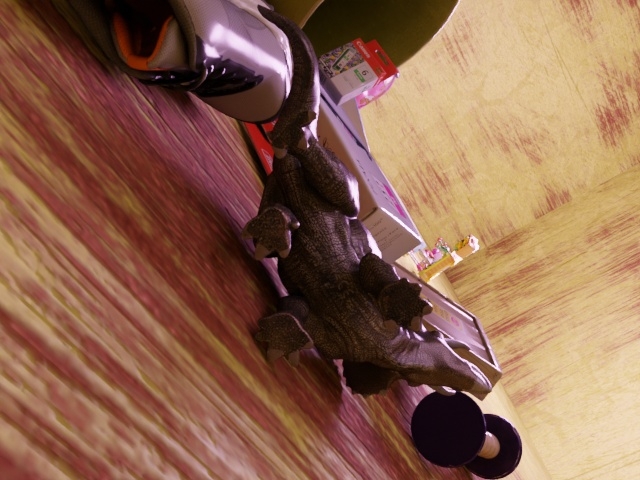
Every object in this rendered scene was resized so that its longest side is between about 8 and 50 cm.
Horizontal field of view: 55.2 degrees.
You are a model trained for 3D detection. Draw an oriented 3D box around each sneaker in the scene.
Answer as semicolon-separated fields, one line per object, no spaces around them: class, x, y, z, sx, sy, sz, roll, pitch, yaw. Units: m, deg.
sneaker;-0.094;-0.137;0.412;0.271;0.100;0.107;39;45;-66

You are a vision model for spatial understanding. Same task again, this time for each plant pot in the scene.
plant pot;0.010;-0.409;0.871;0.293;0.275;0.275;62;11;16

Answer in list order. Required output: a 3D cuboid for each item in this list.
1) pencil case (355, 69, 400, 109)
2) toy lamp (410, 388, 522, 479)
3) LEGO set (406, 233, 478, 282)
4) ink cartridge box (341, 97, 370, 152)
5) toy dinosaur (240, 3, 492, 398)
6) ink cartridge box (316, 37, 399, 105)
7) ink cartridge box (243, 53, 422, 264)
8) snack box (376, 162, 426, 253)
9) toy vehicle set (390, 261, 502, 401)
pencil case;0.005;-0.447;1.250;0.160;0.167;0.386;-2;58;-52
toy lamp;0.172;0.218;0.673;0.275;0.080;0.080;44;19;-56
LEGO set;0.277;0.031;1.521;0.107;0.132;0.287;55;-12;7
ink cartridge box;0.021;-0.223;1.089;0.231;0.078;0.134;-104;176;-62
toy dinosaur;0.000;0.000;0.427;0.313;0.121;0.160;60;0;4
ink cartridge box;0.051;-0.230;0.808;0.062;0.115;0.029;55;-23;6
ink cartridge box;-0.008;-0.122;0.715;0.239;0.060;0.275;32;27;-55
snack box;0.175;-0.096;1.586;0.322;0.060;0.187;41;22;-60
toy vehicle set;0.120;0.085;0.721;0.166;0.035;0.267;35;9;6
